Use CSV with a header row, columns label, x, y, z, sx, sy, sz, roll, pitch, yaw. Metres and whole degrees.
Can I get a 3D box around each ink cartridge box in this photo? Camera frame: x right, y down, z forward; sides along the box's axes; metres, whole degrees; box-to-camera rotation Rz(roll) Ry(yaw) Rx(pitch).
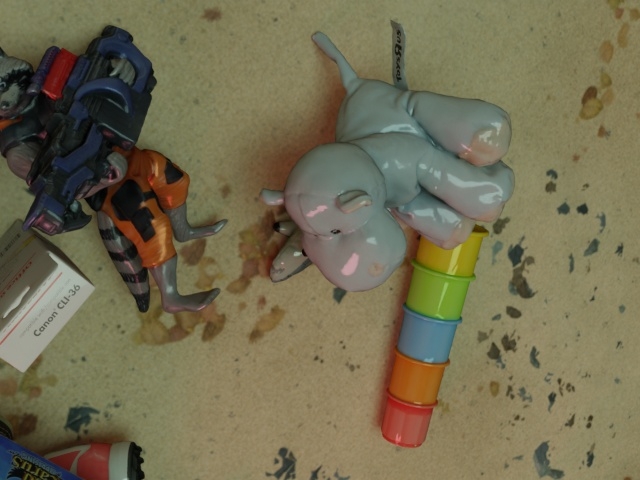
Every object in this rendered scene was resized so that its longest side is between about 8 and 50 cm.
label,x,y,z,sx,sy,sz,roll,pitch,yaw
ink cartridge box,-0.307,0.059,1.010,0.067,0.198,0.115,43,83,-29

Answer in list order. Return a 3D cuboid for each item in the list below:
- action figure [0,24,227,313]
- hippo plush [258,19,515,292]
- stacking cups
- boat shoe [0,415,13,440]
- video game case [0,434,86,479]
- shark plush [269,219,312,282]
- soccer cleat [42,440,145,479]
label,x,y,z,sx,sy,sz,roll,pitch,yaw
action figure,-0.243,-0.053,1.004,0.178,0.341,0.330,-31,114,26
hippo plush,0.080,-0.073,1.116,0.236,0.234,0.294,-48,128,-45
stacking cups,0.150,0.126,1.336,0.096,0.096,0.316,4,105,-28
boat shoe,-0.443,0.216,1.052,0.223,0.073,0.080,16,98,-28
video game case,-0.389,0.301,1.038,0.244,0.061,0.269,-35,125,23
shark plush,0.000,0.000,1.257,0.161,0.073,0.067,-31,138,-40
soccer cleat,-0.273,0.390,1.185,0.116,0.109,0.318,1,108,-3
